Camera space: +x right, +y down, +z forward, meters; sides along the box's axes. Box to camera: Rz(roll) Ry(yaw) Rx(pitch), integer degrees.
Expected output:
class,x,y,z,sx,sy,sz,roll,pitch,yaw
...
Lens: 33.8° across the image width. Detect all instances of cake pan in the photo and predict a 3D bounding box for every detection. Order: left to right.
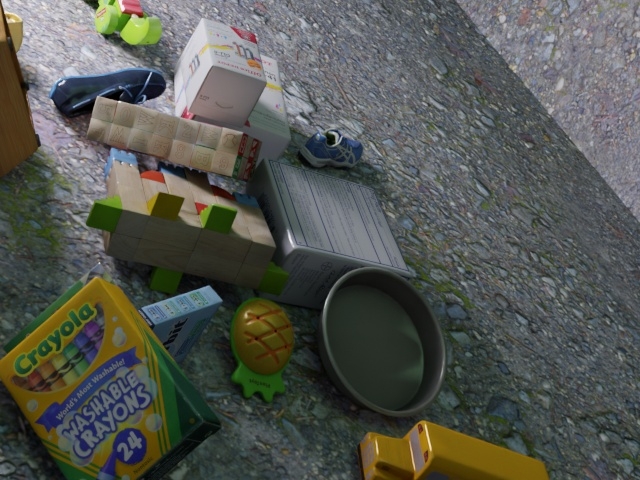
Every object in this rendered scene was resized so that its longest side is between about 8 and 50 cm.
class,x,y,z,sx,sy,sz,roll,pitch,yaw
cake pan,0.112,0.195,1.984,0.293,0.054,0.293,17,59,-30

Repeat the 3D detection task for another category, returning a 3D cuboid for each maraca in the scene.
class,x,y,z,sx,sy,sz,roll,pitch,yaw
maraca,-0.103,0.189,1.836,0.127,0.099,0.185,16,63,-26

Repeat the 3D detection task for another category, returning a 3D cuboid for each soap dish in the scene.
class,x,y,z,sx,sy,sz,roll,pitch,yaw
soap dish,-0.578,-0.292,1.824,0.118,0.291,0.229,-14,49,-11

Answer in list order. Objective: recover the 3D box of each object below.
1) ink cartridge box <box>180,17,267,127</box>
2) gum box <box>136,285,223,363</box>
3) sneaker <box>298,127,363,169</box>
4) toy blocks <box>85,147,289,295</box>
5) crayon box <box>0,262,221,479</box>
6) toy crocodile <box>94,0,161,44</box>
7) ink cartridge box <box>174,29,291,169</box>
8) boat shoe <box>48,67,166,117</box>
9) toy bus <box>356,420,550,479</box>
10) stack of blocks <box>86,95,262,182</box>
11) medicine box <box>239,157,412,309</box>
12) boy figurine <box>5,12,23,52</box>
class,x,y,z,sx,sy,sz,roll,pitch,yaw
ink cartridge box,-0.201,-0.344,2.166,0.128,0.127,0.176,13,40,-27
gum box,-0.259,0.155,1.666,0.041,0.157,0.184,47,34,17
sneaker,0.041,-0.222,2.521,0.080,0.081,0.211,48,32,21
toy blocks,-0.254,-0.047,1.947,0.381,0.190,0.261,15,25,-23
crayon box,-0.319,0.202,1.497,0.323,0.203,0.083,49,2,21
toy crocodile,-0.476,-0.566,2.450,0.115,0.105,0.340,2,45,-43
ink cartridge box,-0.201,-0.308,2.353,0.226,0.131,0.306,18,39,-25
boat shoe,-0.428,-0.286,2.160,0.258,0.109,0.089,-17,65,-34
toy bus,0.232,0.409,1.830,0.333,0.130,0.108,22,34,-22
stack of blocks,-0.280,-0.195,2.049,0.297,0.087,0.171,15,2,8
medicine box,0.000,0.000,2.126,0.289,0.149,0.263,14,38,-32
boy figurine,-0.724,-0.469,2.102,0.285,0.092,0.177,34,29,3
